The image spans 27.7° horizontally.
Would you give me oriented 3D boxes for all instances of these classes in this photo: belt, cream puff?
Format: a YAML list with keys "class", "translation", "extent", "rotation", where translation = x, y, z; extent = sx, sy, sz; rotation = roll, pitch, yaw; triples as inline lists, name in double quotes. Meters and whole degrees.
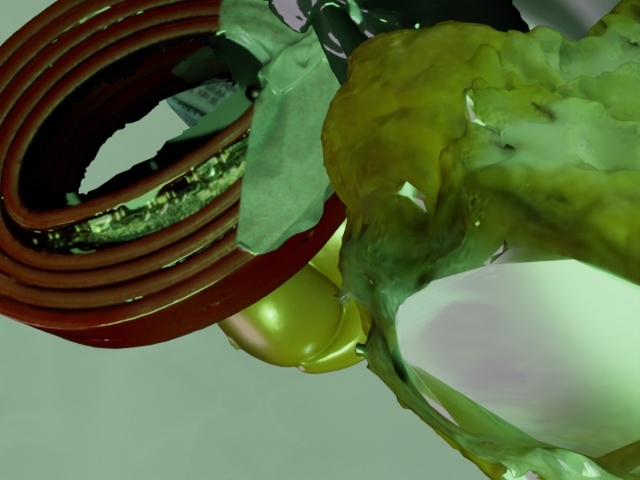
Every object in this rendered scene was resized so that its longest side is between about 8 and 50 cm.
- class: "belt"
  translation: [-0.098, -0.067, 0.866]
  extent: [0.227, 0.324, 0.115]
  rotation: [56, 179, 12]
- class: "cream puff"
  translation: [0.113, 0.018, 0.473]
  extent: [0.269, 0.155, 0.241]
  rotation: [47, 143, 1]

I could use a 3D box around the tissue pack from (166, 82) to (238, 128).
- class: "tissue pack"
  translation: [-0.029, -0.094, 1.498]
  extent: [0.228, 0.103, 0.316]
  rotation: [44, 175, -31]

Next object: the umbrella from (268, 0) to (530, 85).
- class: "umbrella"
  translation: [0.028, -0.116, 0.598]
  extent: [0.340, 0.118, 0.118]
  rotation: [35, 177, 4]

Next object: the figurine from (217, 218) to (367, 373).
- class: "figurine"
  translation: [0.004, -0.006, 1.149]
  extent: [0.215, 0.228, 0.215]
  rotation: [33, -158, -15]
